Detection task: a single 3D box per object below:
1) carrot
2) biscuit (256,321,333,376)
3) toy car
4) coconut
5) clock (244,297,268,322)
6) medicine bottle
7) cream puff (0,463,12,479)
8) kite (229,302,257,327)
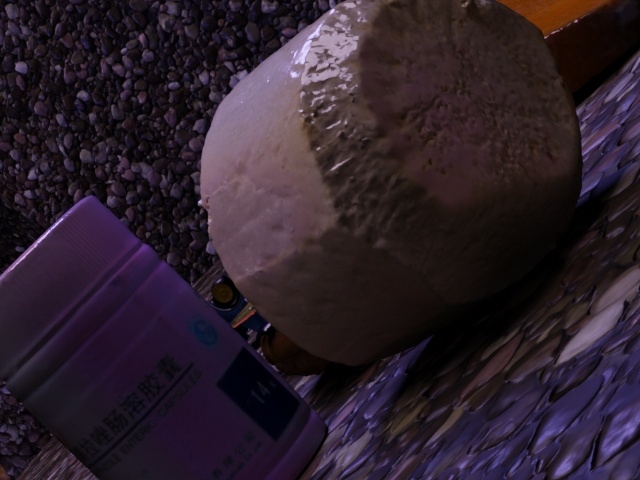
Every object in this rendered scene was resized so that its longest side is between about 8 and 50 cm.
[{"bbox_3d":[0.234,-0.204,1.465,0.258,0.100,0.307,-42,16,-15],"label":"carrot"},{"bbox_3d":[0.064,0.009,1.254,0.296,0.075,0.296,-44,3,3],"label":"biscuit"},{"bbox_3d":[-0.101,0.094,1.854,0.191,0.100,0.097,-65,-4,28],"label":"toy car"},{"bbox_3d":[0.040,-0.044,1.015,0.239,0.239,0.244,-49,7,-37],"label":"coconut"},{"bbox_3d":[0.002,0.022,1.692,0.197,0.068,0.197,-44,6,6],"label":"clock"},{"bbox_3d":[-0.135,0.104,1.092,0.152,0.254,0.152,-45,6,6],"label":"medicine bottle"},{"bbox_3d":[-0.438,0.373,1.510,0.327,0.231,0.343,-43,9,38],"label":"cream puff"},{"bbox_3d":[-0.002,-0.002,1.480,0.327,0.013,0.377,-43,6,16],"label":"kite"}]
